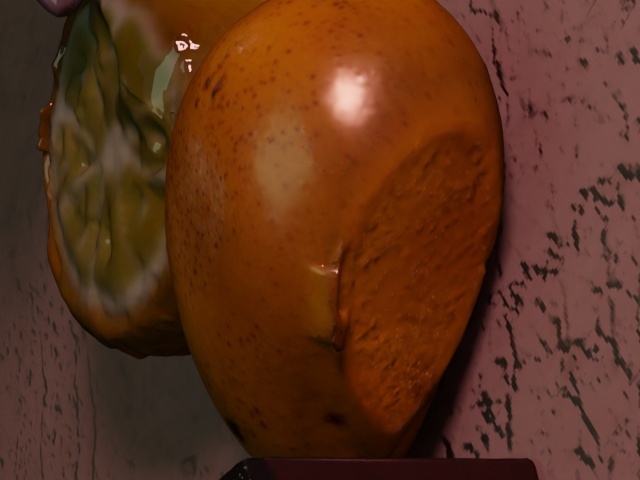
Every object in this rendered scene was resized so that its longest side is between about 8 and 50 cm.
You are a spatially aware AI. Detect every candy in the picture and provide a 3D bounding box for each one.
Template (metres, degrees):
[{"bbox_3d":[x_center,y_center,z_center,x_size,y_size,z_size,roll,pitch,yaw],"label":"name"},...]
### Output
[{"bbox_3d":[-0.096,-0.053,1.226,0.260,0.118,0.259,-178,90,-65],"label":"candy"}]

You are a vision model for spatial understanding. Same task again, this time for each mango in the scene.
[{"bbox_3d":[0.000,0.000,1.034,0.191,0.160,0.290,33,126,49],"label":"mango"}]

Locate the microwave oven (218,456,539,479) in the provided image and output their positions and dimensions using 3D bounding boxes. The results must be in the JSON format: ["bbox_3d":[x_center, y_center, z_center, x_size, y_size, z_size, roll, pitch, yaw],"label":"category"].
[{"bbox_3d":[-0.007,0.229,0.986,0.247,0.188,0.178,-46,51,48],"label":"microwave oven"}]

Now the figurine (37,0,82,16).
[{"bbox_3d":[-0.165,-0.313,1.238,0.361,0.266,0.377,-57,47,53],"label":"figurine"}]
